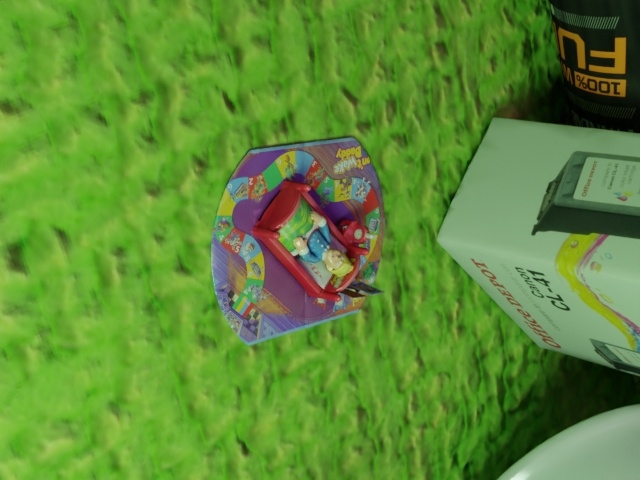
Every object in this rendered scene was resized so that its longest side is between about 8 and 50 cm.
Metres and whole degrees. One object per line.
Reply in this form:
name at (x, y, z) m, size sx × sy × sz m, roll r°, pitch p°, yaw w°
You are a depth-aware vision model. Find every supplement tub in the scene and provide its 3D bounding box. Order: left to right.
supplement tub at (0.294, -0.191, 0.832) m, size 0.193 × 0.193 × 0.316 m, roll -40°, pitch 124°, yaw -34°

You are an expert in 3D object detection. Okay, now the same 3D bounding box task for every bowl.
bowl at (0.259, 0.295, 0.850) m, size 0.297 × 0.134 × 0.298 m, roll -12°, pitch 126°, yaw -17°

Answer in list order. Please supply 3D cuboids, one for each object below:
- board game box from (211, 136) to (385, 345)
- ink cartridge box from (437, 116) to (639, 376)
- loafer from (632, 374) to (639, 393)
board game box at (0.000, 0.000, 0.683) m, size 0.168 × 0.033 × 0.133 m, roll -12°, pitch 107°, yaw -44°
ink cartridge box at (0.282, 0.026, 0.783) m, size 0.226 × 0.306 × 0.131 m, roll 42°, pitch 69°, yaw -42°
loafer at (0.353, 0.127, 1.074) m, size 0.125 × 0.045 × 0.039 m, roll 59°, pitch 40°, yaw -43°
